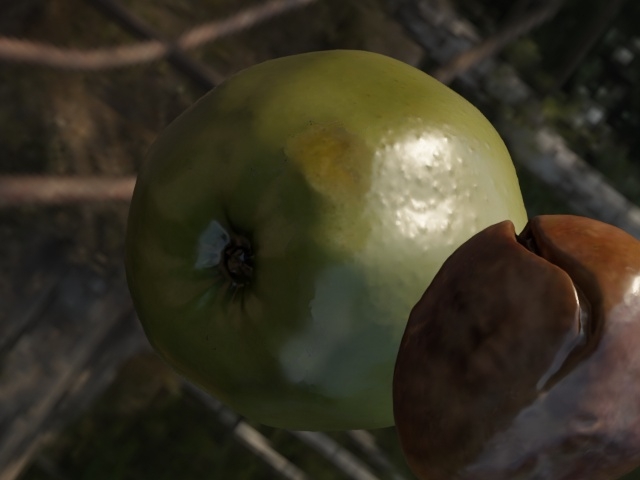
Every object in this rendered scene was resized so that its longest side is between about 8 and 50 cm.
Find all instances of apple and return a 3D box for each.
[{"bbox_3d":[0.000,0.000,1.507,0.357,0.357,0.357,-54,-177,5],"label":"apple"}]

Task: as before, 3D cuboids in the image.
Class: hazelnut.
[{"bbox_3d":[0.103,0.062,0.826,0.154,0.143,0.143,-41,-174,12],"label":"hazelnut"}]
